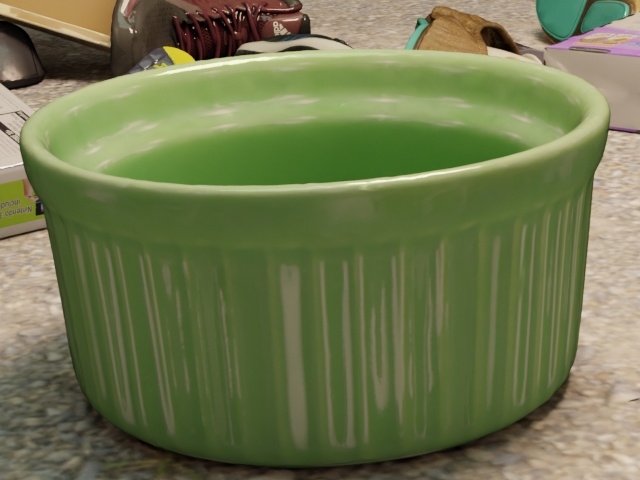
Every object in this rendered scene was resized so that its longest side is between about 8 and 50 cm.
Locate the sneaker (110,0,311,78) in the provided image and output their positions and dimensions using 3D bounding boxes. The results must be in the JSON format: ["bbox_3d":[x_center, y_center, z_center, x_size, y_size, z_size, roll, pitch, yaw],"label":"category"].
[{"bbox_3d":[-0.098,-0.218,1.615,0.163,0.106,0.281,6,20,14],"label":"sneaker"}]

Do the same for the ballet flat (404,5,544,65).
[{"bbox_3d":[0.126,-0.126,1.305,0.124,0.116,0.342,7,14,5],"label":"ballet flat"}]

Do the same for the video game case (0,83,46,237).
[{"bbox_3d":[-0.343,-0.068,1.178,0.244,0.061,0.269,-14,33,-33],"label":"video game case"}]

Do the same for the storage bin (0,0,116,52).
[{"bbox_3d":[-0.280,-0.353,1.672,0.260,0.262,0.123,18,1,9],"label":"storage bin"}]

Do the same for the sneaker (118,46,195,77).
[{"bbox_3d":[-0.168,-0.112,1.390,0.144,0.059,0.053,-32,62,-27],"label":"sneaker"}]

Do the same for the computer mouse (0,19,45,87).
[{"bbox_3d":[-0.400,-0.207,1.697,0.184,0.060,0.262,-8,18,-17],"label":"computer mouse"}]

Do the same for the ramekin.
[{"bbox_3d":[0.000,0.000,0.848,0.304,0.148,0.303,-3,18,1],"label":"ramekin"}]

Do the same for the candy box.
[{"bbox_3d":[0.315,-0.148,1.379,0.165,0.070,0.196,11,24,38],"label":"candy box"}]

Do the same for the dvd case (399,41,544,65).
[{"bbox_3d":[0.114,-0.169,1.559,0.221,0.018,0.164,-10,20,-19],"label":"dvd case"}]

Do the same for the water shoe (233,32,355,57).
[{"bbox_3d":[0.002,-0.164,1.457,0.080,0.073,0.203,-30,29,-31],"label":"water shoe"}]

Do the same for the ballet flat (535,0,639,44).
[{"bbox_3d":[0.290,-0.220,1.635,0.073,0.080,0.232,21,13,-20],"label":"ballet flat"}]
